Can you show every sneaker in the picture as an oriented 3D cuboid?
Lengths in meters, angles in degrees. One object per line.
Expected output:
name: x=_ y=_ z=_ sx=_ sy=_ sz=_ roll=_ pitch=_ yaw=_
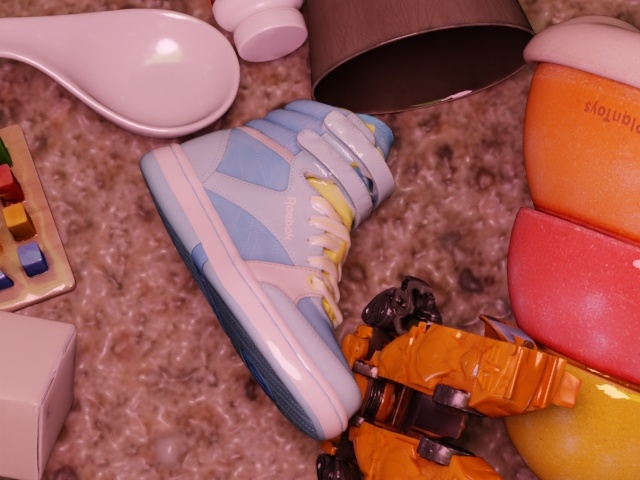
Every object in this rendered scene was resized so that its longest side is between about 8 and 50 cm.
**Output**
sneaker: x=0.000 y=0.000 z=1.324 sx=0.208 sy=0.127 sz=0.319 roll=-27 pitch=56 yaw=-10

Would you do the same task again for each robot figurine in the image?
robot figurine: x=0.083 y=0.139 z=1.252 sx=0.085 sy=0.291 sz=0.211 roll=19 pitch=87 yaw=-21

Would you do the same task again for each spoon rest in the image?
spoon rest: x=-0.208 y=-0.150 z=1.409 sx=0.276 sy=0.084 sz=0.137 roll=1 pitch=58 yaw=-3

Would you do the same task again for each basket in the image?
basket: x=0.064 y=-0.247 z=1.419 sx=0.204 sy=0.154 sz=0.227 roll=-12 pitch=71 yaw=-8

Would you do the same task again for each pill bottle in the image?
pill bottle: x=-0.064 y=-0.241 z=1.443 sx=0.086 sy=0.086 sz=0.152 roll=-17 pitch=72 yaw=-5

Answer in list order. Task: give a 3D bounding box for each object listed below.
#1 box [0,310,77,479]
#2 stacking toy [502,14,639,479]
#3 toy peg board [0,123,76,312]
box: x=-0.347 y=0.108 z=1.322 sx=0.275 sy=0.094 sz=0.113 roll=12 pitch=36 yaw=4
stacking toy: x=0.248 y=0.093 z=1.284 sx=0.350 sy=0.350 sz=0.480 roll=23 pitch=94 yaw=7
toy peg board: x=-0.315 y=-0.013 z=1.385 sx=0.161 sy=0.079 sz=0.161 roll=-20 pitch=75 yaw=-5
